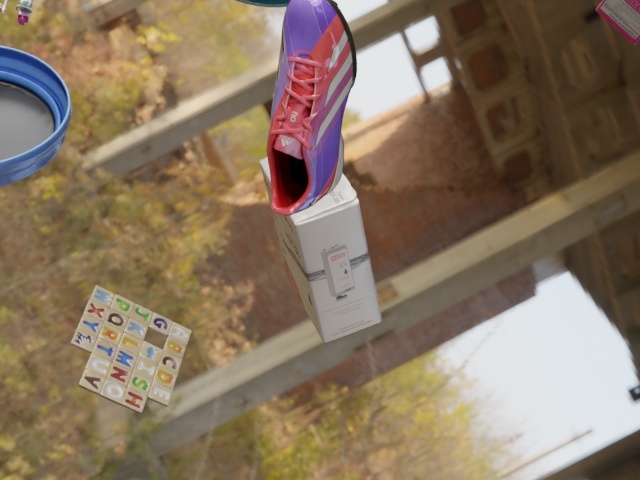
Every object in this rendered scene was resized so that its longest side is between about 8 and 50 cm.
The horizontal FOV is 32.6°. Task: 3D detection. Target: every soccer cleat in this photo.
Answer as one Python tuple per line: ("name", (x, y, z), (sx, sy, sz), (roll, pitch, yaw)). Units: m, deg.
("soccer cleat", (-0.022, -0.180, 1.496), (0.116, 0.109, 0.318), (-47, 148, -48))

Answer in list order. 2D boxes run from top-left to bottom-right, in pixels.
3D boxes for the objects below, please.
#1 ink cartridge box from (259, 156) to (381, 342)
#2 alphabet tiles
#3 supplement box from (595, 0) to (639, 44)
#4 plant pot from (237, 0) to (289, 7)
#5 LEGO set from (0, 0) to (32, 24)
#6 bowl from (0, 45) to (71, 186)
("ink cartridge box", (0.000, 0.000, 1.887), (0.207, 0.117, 0.283), (-120, -167, -48))
("alphabet tiles", (-0.343, 0.198, 1.946), (0.198, 0.009, 0.237), (27, 36, -13))
("supplement box", (0.653, -0.504, 2.128), (0.114, 0.111, 0.220), (45, -29, 6))
("plant pot", (-0.085, -0.594, 1.914), (0.271, 0.272, 0.255), (65, 25, -57))
("LEGO set", (-0.750, -0.516, 2.290), (0.132, 0.287, 0.107), (108, -13, -55))
("bowl", (-0.678, -0.238, 2.100), (0.077, 0.391, 0.391), (100, -28, -44))
